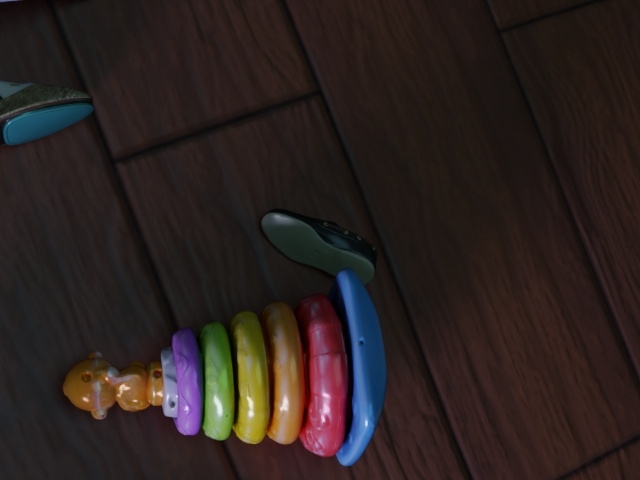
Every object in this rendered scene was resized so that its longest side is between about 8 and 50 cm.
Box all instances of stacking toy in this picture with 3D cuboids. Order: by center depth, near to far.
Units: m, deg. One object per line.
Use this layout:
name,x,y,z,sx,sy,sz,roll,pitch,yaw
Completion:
stacking toy,-0.098,0.136,1.241,0.302,0.166,0.175,-3,66,-12

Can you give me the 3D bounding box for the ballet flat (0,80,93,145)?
ballet flat,-0.321,-0.119,1.229,0.206,0.073,0.067,-26,77,-28

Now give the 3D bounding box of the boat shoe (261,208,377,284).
boat shoe,-0.001,0.001,1.353,0.133,0.049,0.042,26,39,-7
